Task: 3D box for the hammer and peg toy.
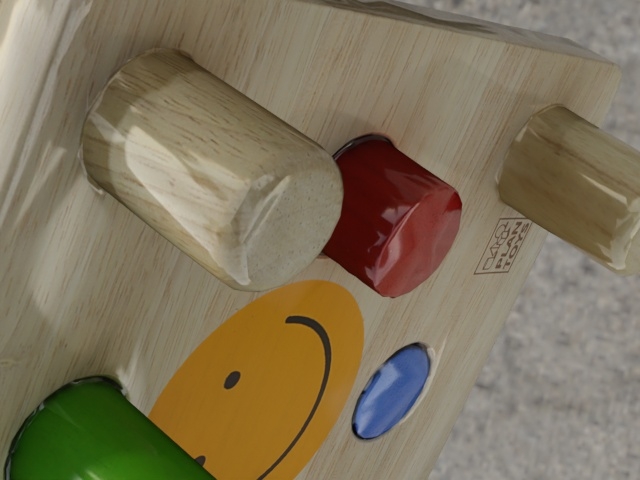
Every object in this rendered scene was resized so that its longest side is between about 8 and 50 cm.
[{"bbox_3d":[0.000,0.000,0.430,0.127,0.266,0.361,35,110,32],"label":"hammer and peg toy"}]
